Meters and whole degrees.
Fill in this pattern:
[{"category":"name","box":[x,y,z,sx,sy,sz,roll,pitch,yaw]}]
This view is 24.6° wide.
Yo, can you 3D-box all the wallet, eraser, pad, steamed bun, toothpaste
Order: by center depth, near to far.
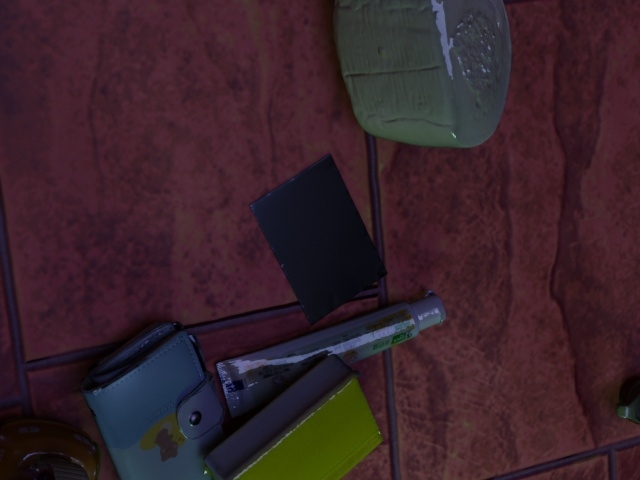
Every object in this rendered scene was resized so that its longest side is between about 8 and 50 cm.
[{"category":"steamed bun","box":[0.127,-0.243,1.805,0.155,0.200,0.250,-28,118,-43]},{"category":"wallet","box":[-0.200,0.224,1.826,0.170,0.069,0.231,-32,124,-26]},{"category":"eraser","box":[-0.033,0.269,1.885,0.226,0.069,0.158,-38,139,-16]},{"category":"pad","box":[0.000,0.000,1.904,0.127,0.004,0.190,-33,114,-15]},{"category":"toothpaste","box":[0.019,0.142,1.921,0.314,0.056,0.058,-20,65,-16]}]

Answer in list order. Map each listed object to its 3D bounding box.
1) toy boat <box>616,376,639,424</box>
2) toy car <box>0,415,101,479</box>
[{"category":"toy boat","box":[0.497,0.236,2.152,0.185,0.071,0.089,-2,102,-25]},{"category":"toy car","box":[-0.329,0.332,1.707,0.145,0.235,0.235,15,95,-27]}]
